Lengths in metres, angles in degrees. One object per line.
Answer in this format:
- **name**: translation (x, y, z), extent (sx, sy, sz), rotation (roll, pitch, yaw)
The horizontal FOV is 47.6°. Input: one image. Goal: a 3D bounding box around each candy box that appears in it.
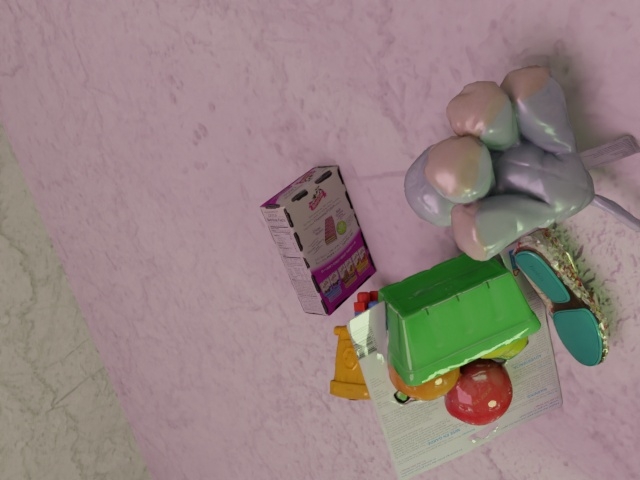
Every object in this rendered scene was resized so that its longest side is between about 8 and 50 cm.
- **candy box**: translation (0.000, 0.000, 1.350), extent (0.071, 0.159, 0.233), rotation (2, 122, 44)

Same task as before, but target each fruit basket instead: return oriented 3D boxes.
- **fruit basket**: translation (0.229, 0.201, 1.196), extent (0.165, 0.327, 0.353), rotation (-125, 14, -57)

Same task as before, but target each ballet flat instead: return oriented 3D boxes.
- **ballet flat**: translation (0.376, 0.079, 1.092), extent (0.091, 0.077, 0.241), rotation (-11, 119, 51)

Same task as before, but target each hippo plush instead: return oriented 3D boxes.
- **hippo plush**: translation (0.240, -0.113, 0.999), extent (0.236, 0.294, 0.234), rotation (-158, 59, -70)

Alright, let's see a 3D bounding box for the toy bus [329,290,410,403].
- **toy bus**: translation (0.131, 0.202, 1.395), extent (0.149, 0.220, 0.211), rotation (-9, 81, 50)
